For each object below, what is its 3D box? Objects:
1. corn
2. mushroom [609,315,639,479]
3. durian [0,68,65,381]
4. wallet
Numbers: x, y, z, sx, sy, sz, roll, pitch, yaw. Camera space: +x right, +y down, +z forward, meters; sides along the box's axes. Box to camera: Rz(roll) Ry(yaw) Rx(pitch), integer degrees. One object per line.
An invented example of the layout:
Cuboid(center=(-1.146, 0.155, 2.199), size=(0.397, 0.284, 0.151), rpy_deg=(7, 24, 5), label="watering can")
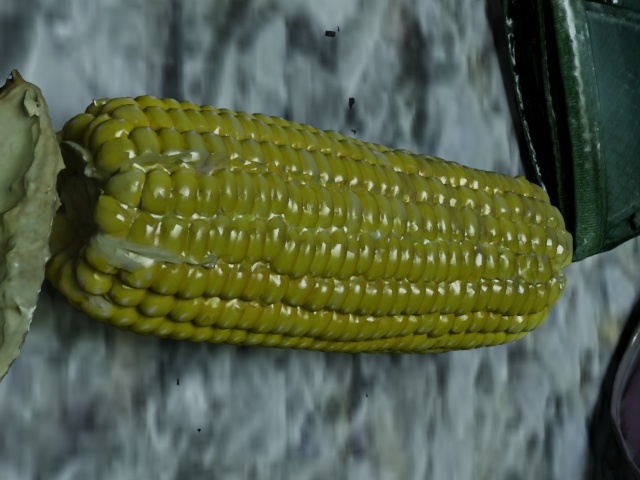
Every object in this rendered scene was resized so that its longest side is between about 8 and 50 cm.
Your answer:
Cuboid(center=(0.000, 0.000, 0.574), size=(0.244, 0.093, 0.093), rpy_deg=(8, 80, -38), label="corn")
Cuboid(center=(0.235, 0.078, 0.733), size=(0.188, 0.141, 0.117), rpy_deg=(-64, 144, -21), label="mushroom")
Cuboid(center=(-0.128, 0.001, 0.489), size=(0.052, 0.066, 0.130), rpy_deg=(19, 64, -37), label="durian")
Cuboid(center=(0.198, -0.094, 0.773), size=(0.236, 0.055, 0.160), rpy_deg=(-20, 104, -39), label="wallet")
